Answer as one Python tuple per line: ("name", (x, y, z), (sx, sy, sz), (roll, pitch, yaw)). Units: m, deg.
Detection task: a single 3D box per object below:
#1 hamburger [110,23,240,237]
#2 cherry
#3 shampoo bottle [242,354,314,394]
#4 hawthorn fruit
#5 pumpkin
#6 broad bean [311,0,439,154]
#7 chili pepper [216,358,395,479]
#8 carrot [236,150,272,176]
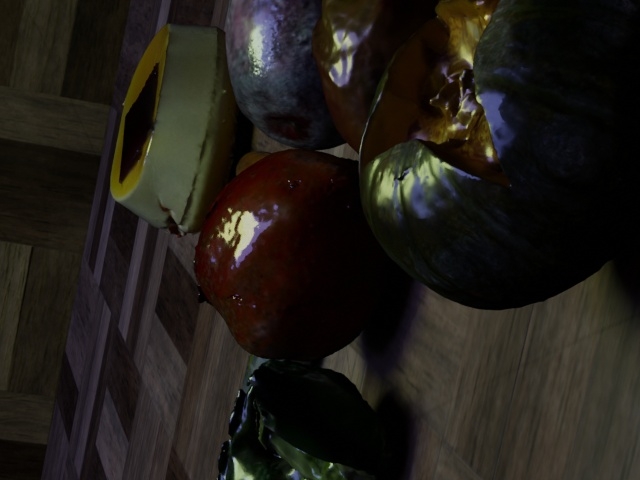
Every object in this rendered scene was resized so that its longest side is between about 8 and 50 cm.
("hamburger", (-0.181, -0.153, 2.133), (0.227, 0.151, 0.295), (133, 151, -54))
("cherry", (-0.001, -0.176, 1.422), (0.195, 0.195, 0.195), (-170, 90, -74))
("shampoo bottle", (-0.024, 0.065, 1.583), (0.072, 0.072, 0.214), (-112, 35, -62))
("hawthorn fruit", (0.000, 0.000, 1.390), (0.235, 0.181, 0.181), (-42, 36, 35))
("pumpkin", (0.130, -0.071, 0.952), (0.238, 0.159, 0.238), (-47, 22, 26))
("broad bean", (0.065, -0.160, 1.261), (0.122, 0.156, 0.228), (-18, 49, 28))
("chili pepper", (-0.017, 0.180, 1.407), (0.116, 0.148, 0.264), (-53, -2, -34))
("carrot", (-0.041, -0.060, 1.746), (0.248, 0.059, 0.059), (-149, 70, -69))
